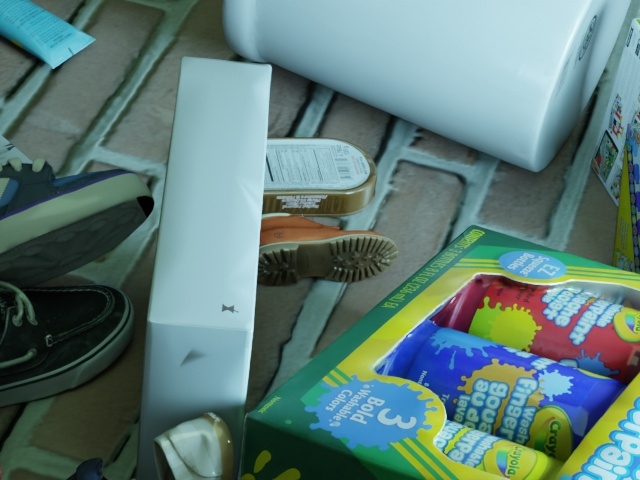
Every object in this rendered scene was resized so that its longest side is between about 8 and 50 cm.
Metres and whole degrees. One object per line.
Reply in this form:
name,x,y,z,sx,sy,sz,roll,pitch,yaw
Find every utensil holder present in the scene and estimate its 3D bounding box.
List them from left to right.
utensil holder,0.134,-0.290,2.225,0.385,0.327,0.327,24,42,13

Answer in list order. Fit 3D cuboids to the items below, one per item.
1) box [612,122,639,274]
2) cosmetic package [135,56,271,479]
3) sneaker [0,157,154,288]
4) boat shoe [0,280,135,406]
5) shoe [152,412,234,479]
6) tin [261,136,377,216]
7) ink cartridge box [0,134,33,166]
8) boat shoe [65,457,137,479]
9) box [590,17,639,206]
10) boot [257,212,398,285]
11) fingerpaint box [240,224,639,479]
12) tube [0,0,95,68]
box,0.495,-0.004,2.012,0.290,0.177,0.279,-5,25,-17
cosmetic package,-0.106,0.055,1.787,0.097,0.284,0.377,7,39,-4
sneaker,-0.349,-0.065,1.905,0.323,0.130,0.236,-24,71,-3
boat shoe,-0.307,0.088,1.847,0.301,0.102,0.108,-17,46,-28
shoe,-0.104,0.249,1.618,0.058,0.219,0.076,-15,21,-35
tin,-0.031,-0.072,2.150,0.190,0.040,0.106,-1,37,-13
ink cartridge box,-0.372,-0.066,2.048,0.109,0.063,0.150,-27,53,-35
boat shoe,-0.188,0.319,1.527,0.127,0.158,0.340,34,24,-38
box,0.358,-0.130,2.166,0.036,0.207,0.114,-6,43,-19
boot,0.000,0.000,2.055,0.158,0.059,0.084,-1,36,-11
fingerpaint box,0.197,0.174,1.707,0.371,0.163,0.445,18,29,24
tube,-0.370,-0.269,2.308,0.207,0.052,0.080,31,48,16
